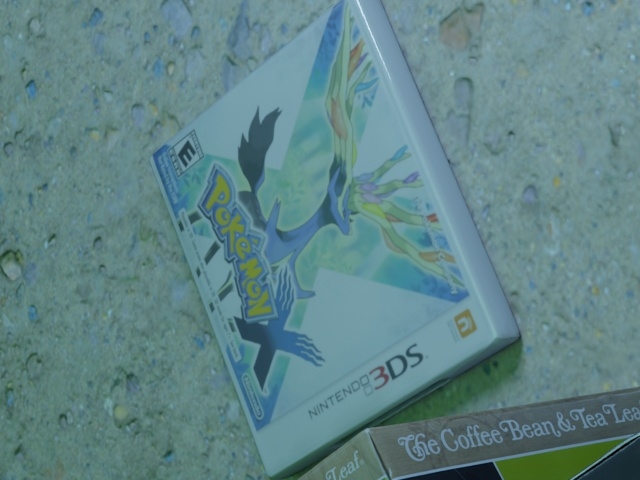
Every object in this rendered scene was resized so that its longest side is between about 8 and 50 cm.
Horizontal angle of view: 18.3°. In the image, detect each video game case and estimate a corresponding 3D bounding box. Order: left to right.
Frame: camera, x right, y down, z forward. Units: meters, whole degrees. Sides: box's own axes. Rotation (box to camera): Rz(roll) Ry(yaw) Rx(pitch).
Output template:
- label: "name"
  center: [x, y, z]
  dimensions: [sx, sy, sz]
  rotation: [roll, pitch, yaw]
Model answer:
- label: "video game case"
  center: [0.000, 0.000, 1.721]
  dimensions: [0.300, 0.036, 0.329]
  rotation: [-35, 68, 38]

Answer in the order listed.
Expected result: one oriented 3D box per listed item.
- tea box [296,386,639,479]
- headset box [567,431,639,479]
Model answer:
- label: "tea box"
  center: [0.140, 0.300, 1.403]
  dimensions: [0.220, 0.329, 0.324]
  rotation: [-40, 64, 37]
- label: "headset box"
  center: [0.290, 0.243, 1.291]
  dimensions: [0.131, 0.283, 0.246]
  rotation: [-41, 64, 37]
